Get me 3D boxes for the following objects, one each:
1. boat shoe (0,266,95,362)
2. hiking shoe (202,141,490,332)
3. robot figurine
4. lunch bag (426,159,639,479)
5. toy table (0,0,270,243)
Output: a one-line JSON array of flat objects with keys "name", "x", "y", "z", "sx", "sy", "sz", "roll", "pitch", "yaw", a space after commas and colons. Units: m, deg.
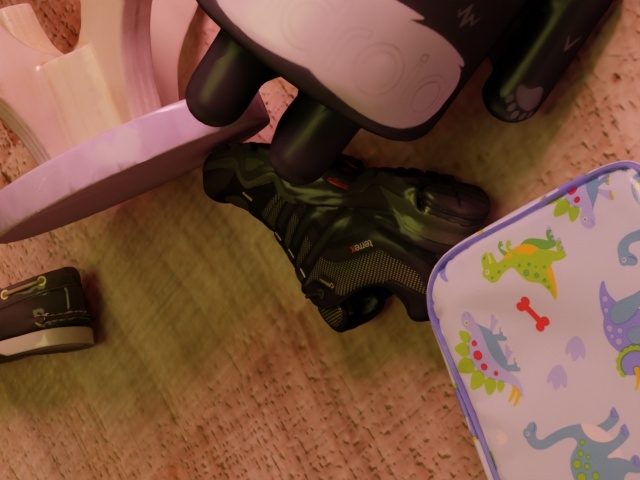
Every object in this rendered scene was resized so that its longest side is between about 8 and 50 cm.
[{"name": "boat shoe", "x": -0.284, "y": 0.072, "z": 1.078, "sx": 0.228, "sy": 0.081, "sz": 0.068, "roll": -12, "pitch": 80, "yaw": 35}, {"name": "hiking shoe", "x": 0.000, "y": 0.000, "z": 0.803, "sx": 0.227, "sy": 0.086, "sz": 0.114, "roll": 15, "pitch": 100, "yaw": 42}, {"name": "robot figurine", "x": 0.037, "y": -0.168, "z": 0.689, "sx": 0.278, "sy": 0.209, "sz": 0.173, "roll": -54, "pitch": 47, "yaw": 14}, {"name": "lunch bag", "x": 0.158, "y": 0.078, "z": 0.655, "sx": 0.176, "sy": 0.090, "sz": 0.219, "roll": -33, "pitch": 69, "yaw": 37}, {"name": "toy table", "x": -0.165, "y": -0.110, "z": 0.864, "sx": 0.274, "sy": 0.252, "sz": 0.160, "roll": -20, "pitch": 92, "yaw": 40}]
